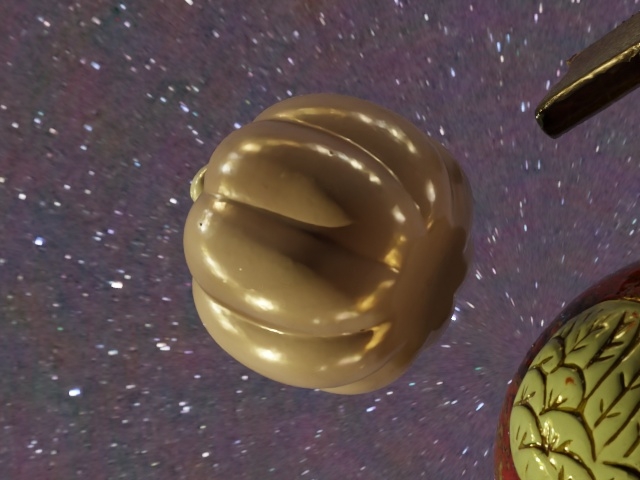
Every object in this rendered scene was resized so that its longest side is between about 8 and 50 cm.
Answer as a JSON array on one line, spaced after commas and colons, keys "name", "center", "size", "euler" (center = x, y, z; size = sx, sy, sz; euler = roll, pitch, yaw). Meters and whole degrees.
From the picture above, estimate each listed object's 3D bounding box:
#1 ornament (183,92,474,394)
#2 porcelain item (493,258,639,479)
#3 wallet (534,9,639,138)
[{"name": "ornament", "center": [0.000, 0.000, 0.651], "size": [0.177, 0.177, 0.177], "euler": [-1, -96, 11]}, {"name": "porcelain item", "center": [0.233, 0.140, 0.642], "size": [0.253, 0.253, 0.253], "euler": [-1, -96, 11]}, {"name": "wallet", "center": [0.250, -0.151, 0.677], "size": [0.243, 0.133, 0.039], "euler": [-35, -82, 31]}]
